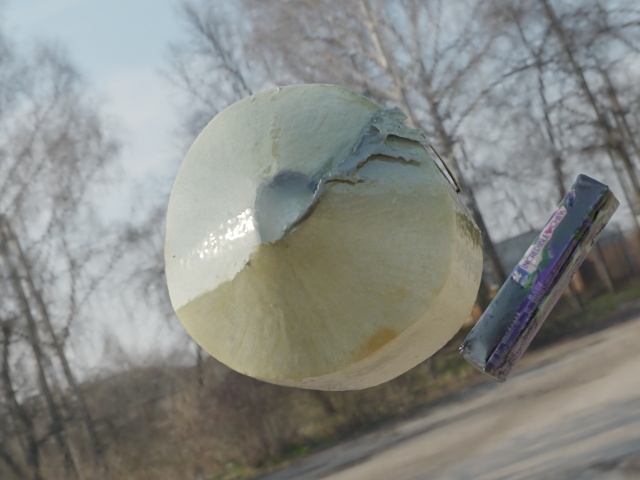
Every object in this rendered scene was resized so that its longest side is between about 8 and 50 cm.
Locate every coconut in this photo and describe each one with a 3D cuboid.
[{"bbox_3d":[0.000,0.000,1.130,0.323,0.322,0.323,-20,-6,-2],"label":"coconut"}]

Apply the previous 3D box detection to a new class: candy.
[{"bbox_3d":[0.307,0.051,1.598,0.312,0.061,0.088,-56,-30,-3],"label":"candy"}]
